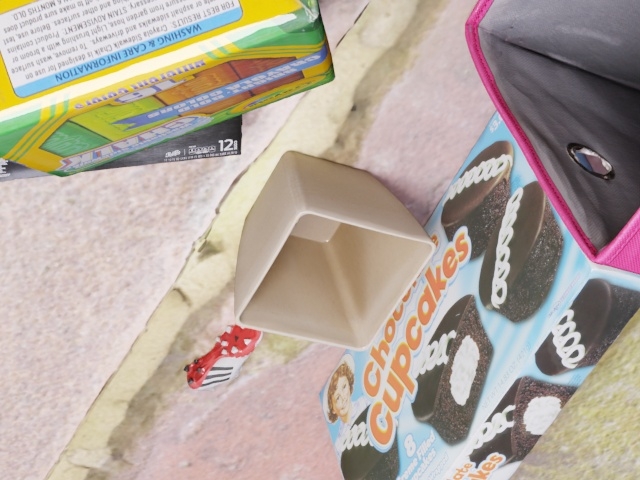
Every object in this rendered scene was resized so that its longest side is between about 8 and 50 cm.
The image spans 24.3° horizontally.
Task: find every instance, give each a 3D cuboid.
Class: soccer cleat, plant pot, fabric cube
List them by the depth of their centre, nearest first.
[{"bbox_3d":[0.289,-0.124,0.924,0.258,0.254,0.259,15,125,-30],"label":"fabric cube"},{"bbox_3d":[0.000,0.000,1.058,0.109,0.096,0.109,14,125,-27],"label":"plant pot"},{"bbox_3d":[-0.071,0.092,1.171,0.083,0.029,0.036,-40,139,24],"label":"soccer cleat"}]

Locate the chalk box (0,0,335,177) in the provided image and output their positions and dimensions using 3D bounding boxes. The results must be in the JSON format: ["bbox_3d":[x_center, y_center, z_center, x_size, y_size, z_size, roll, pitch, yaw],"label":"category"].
[{"bbox_3d":[-0.104,-0.146,0.798,0.180,0.179,0.289,-20,177,3],"label":"chalk box"}]

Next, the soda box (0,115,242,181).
[{"bbox_3d":[-0.137,-0.084,0.966,0.169,0.060,0.053,-7,134,-12],"label":"soda box"}]

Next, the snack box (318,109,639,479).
[{"bbox_3d":[0.107,0.078,1.099,0.060,0.187,0.322,12,126,-25],"label":"snack box"}]
